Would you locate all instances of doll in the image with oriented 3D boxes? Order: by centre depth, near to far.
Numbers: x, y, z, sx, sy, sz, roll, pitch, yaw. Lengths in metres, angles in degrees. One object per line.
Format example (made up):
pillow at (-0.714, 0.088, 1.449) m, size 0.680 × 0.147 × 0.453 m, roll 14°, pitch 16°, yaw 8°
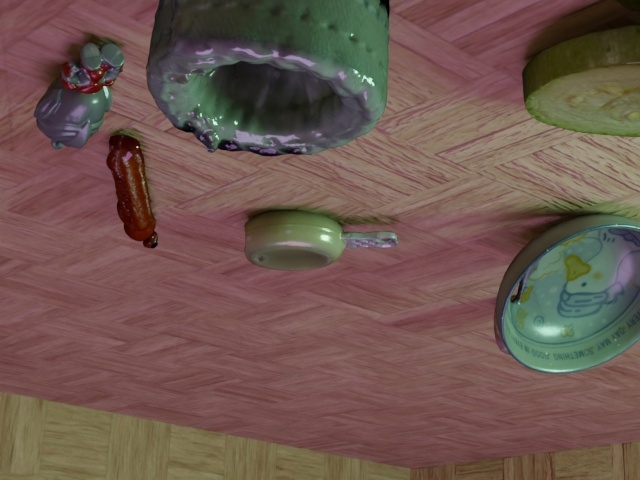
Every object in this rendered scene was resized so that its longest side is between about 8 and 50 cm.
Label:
doll at (-0.267, -0.160, 1.266) m, size 0.094 × 0.079 × 0.180 m, roll -13°, pitch 158°, yaw -36°

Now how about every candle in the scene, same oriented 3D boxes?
candle at (-0.258, -0.064, 1.562) m, size 0.051 × 0.048 × 0.329 m, roll -9°, pitch 160°, yaw -8°

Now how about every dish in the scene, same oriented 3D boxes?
dish at (0.370, 0.055, 1.696) m, size 0.273 × 0.134 × 0.273 m, roll -10°, pitch 127°, yaw -13°

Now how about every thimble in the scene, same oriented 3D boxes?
thimble at (-0.051, -0.184, 1.056) m, size 0.237 × 0.150 × 0.237 m, roll 3°, pitch 159°, yaw 1°

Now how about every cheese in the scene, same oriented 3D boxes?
cheese at (0.000, 0.000, 1.686) m, size 0.228 × 0.064 × 0.137 m, roll -2°, pitch 161°, yaw 7°

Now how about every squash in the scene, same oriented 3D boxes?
squash at (0.334, -0.159, 1.185) m, size 0.252 × 0.048 × 0.252 m, roll 2°, pitch 170°, yaw 0°

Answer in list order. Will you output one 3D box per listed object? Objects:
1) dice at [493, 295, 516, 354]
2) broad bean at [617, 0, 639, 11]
dice at (0.362, 0.153, 2.022) m, size 0.091 × 0.094 × 0.093 m, roll -9°, pitch 159°, yaw 25°
broad bean at (0.322, -0.236, 0.987) m, size 0.153 × 0.072 × 0.206 m, roll 11°, pitch 164°, yaw 12°
